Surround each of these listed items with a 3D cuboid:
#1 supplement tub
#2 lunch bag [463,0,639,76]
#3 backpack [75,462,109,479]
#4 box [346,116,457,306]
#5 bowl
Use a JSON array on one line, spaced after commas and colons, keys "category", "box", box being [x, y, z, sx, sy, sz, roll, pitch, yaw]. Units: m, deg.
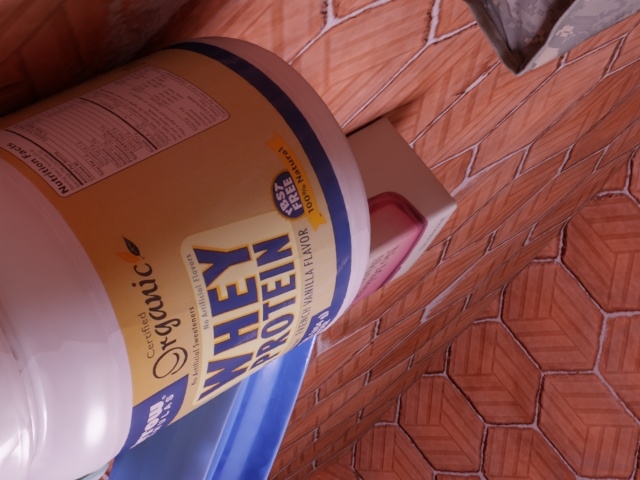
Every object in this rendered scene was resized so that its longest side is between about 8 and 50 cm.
[{"category": "supplement tub", "box": [-0.146, 0.017, 1.040, 0.316, 0.228, 0.228, -30, 165, -37]}, {"category": "lunch bag", "box": [0.244, -0.289, 1.210, 0.235, 0.169, 0.287, -30, 169, -36]}, {"category": "backpack", "box": [-0.282, 0.183, 1.185, 0.225, 0.191, 0.253, -25, -179, -41]}, {"category": "box", "box": [0.000, 0.000, 1.630, 0.232, 0.127, 0.148, -30, 164, -34]}, {"category": "bowl", "box": [-0.092, 0.163, 1.350, 0.391, 0.077, 0.391, 20, 90, -82]}]
